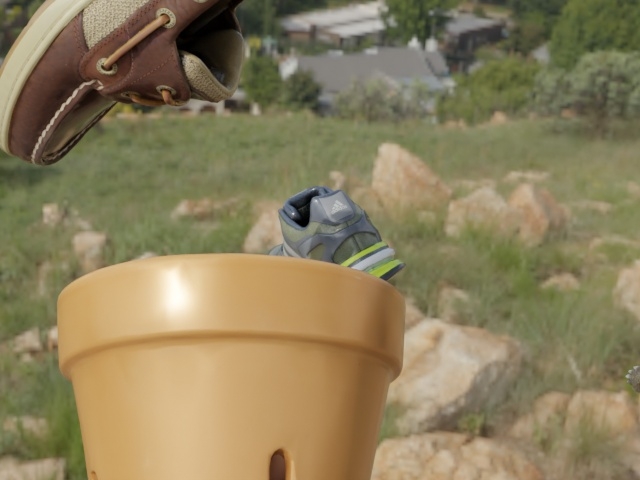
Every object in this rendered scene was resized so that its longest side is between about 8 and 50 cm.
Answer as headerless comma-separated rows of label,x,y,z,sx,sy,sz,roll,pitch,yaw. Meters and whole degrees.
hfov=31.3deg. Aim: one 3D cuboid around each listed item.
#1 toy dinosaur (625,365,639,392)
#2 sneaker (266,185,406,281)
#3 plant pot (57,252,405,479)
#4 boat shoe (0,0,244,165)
toy dinosaur,0.361,0.073,1.035,0.121,0.160,0.313,43,33,6
sneaker,0.000,0.000,1.287,0.111,0.121,0.300,-27,6,-20
plant pot,-0.073,0.150,0.932,0.291,0.203,0.291,0,-18,0
boat shoe,-0.108,-0.140,0.783,0.123,0.342,0.123,48,33,-2
